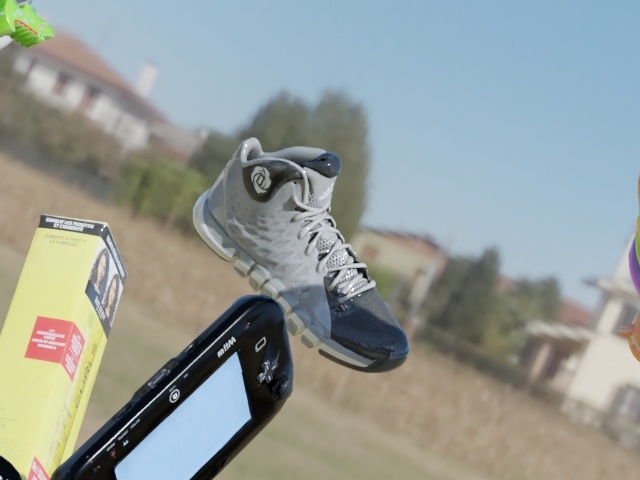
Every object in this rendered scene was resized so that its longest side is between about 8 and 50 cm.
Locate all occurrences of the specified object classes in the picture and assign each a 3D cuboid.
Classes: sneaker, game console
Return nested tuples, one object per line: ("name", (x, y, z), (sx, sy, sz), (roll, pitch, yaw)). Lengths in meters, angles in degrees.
("sneaker", (0.000, 0.000, 1.585), (0.229, 0.132, 0.086), (39, 32, 14))
("game console", (-0.136, 0.156, 1.096), (0.044, 0.361, 0.213), (31, -34, 23))

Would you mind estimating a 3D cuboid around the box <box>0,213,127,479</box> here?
("box", (-0.210, 0.100, 1.450), (0.058, 0.232, 0.087), (8, -30, 12))

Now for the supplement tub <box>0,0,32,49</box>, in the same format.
("supplement tub", (-0.287, -0.255, 1.411), (0.191, 0.272, 0.191), (21, 20, -8))

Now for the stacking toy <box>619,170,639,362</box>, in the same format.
("stacking toy", (0.284, 0.008, 1.375), (0.175, 0.165, 0.302), (5, -33, -6))

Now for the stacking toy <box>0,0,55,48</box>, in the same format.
("stacking toy", (-0.304, -0.128, 1.251), (0.167, 0.052, 0.221), (-20, -19, 25))
